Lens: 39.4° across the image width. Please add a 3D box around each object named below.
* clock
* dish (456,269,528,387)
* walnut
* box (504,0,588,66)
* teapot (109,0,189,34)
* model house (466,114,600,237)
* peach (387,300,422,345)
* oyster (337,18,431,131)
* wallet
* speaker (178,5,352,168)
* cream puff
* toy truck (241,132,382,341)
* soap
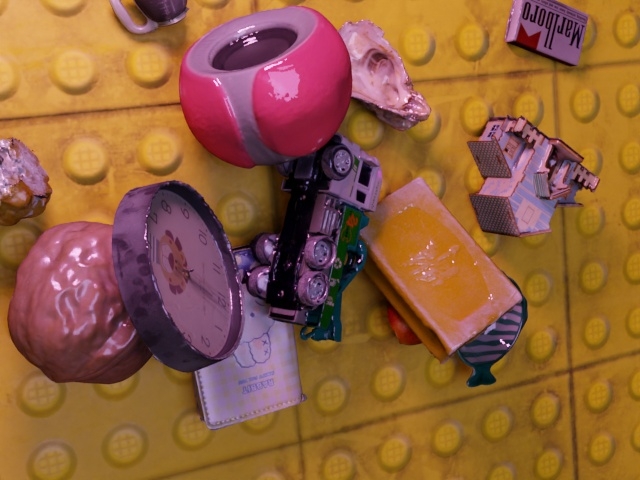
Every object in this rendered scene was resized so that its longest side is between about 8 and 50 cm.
[{"bbox_3d":[-0.217,0.054,1.419,0.061,0.312,0.312,-17,107,19],"label":"clock"},{"bbox_3d":[0.322,0.171,1.838,0.224,0.078,0.246,0,101,-35],"label":"dish"},{"bbox_3d":[-0.367,0.105,1.440,0.227,0.273,0.273,16,89,6],"label":"walnut"},{"bbox_3d":[0.474,-0.443,1.867,0.178,0.036,0.115,14,90,-26],"label":"box"},{"bbox_3d":[-0.279,-0.404,1.514,0.092,0.124,0.090,-66,143,-49],"label":"teapot"},{"bbox_3d":[0.412,-0.101,1.808,0.271,0.178,0.206,33,83,-27],"label":"model house"},{"bbox_3d":[0.195,0.138,1.773,0.118,0.151,0.151,-7,102,21],"label":"peach"},{"bbox_3d":[0.104,-0.297,1.691,0.233,0.107,0.161,38,81,-5],"label":"oyster"},{"bbox_3d":[-0.146,0.168,1.631,0.223,0.077,0.309,-11,96,-23],"label":"wallet"},{"bbox_3d":[-0.082,-0.260,1.488,0.294,0.294,0.294,-3,97,-24],"label":"speaker"},{"bbox_3d":[-0.510,-0.086,1.419,0.156,0.121,0.156,-2,61,3],"label":"cream puff"},{"bbox_3d":[-0.005,-0.004,1.589,0.178,0.177,0.363,16,82,-43],"label":"toy truck"},{"bbox_3d":[0.209,0.051,1.691,0.199,0.091,0.315,-32,76,-19],"label":"soap"}]
